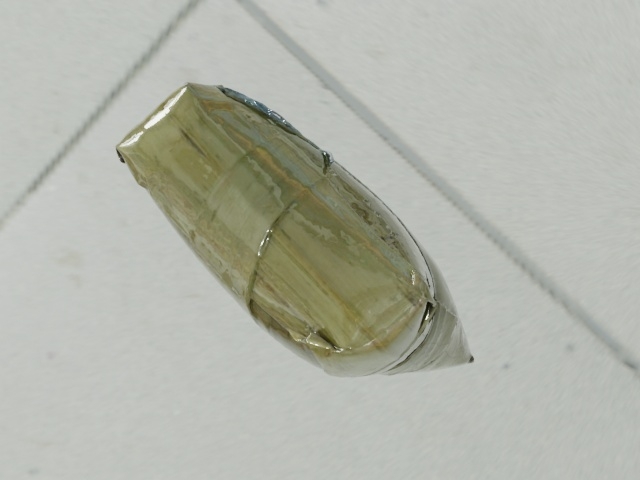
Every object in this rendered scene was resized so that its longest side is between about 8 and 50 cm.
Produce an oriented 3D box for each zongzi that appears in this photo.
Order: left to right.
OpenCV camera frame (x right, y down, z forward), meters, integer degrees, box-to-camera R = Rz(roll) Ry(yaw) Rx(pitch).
[{"bbox_3d":[0.000,0.000,1.199,0.228,0.256,0.115,44,100,19],"label":"zongzi"}]
